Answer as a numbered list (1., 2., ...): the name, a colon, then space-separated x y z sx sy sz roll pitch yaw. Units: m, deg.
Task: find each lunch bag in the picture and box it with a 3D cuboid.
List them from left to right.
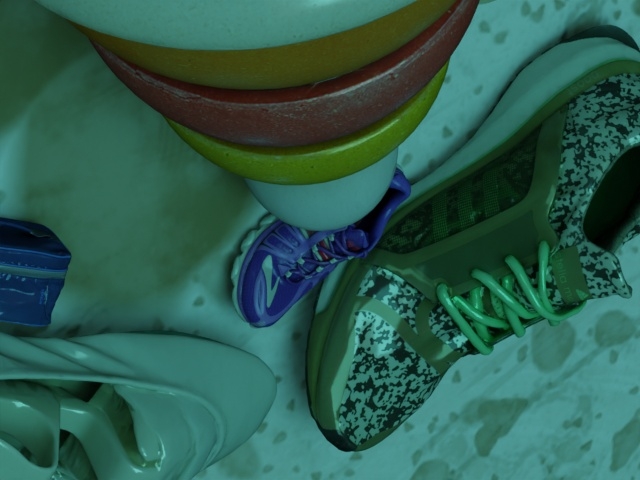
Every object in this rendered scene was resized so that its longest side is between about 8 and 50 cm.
1. lunch bag: -0.226 0.014 1.310 0.098 0.067 0.065 10 106 -34

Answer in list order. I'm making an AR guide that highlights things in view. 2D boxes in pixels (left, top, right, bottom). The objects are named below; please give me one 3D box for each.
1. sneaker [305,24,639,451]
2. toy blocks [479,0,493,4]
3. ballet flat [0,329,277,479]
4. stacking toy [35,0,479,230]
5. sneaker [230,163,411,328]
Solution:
1. sneaker: 0.153 0.013 1.482 0.410 0.182 0.158 -49 129 -4
2. toy blocks: 0.130 -0.268 1.416 0.123 0.054 0.148 -35 126 -15
3. ballet flat: -0.188 0.133 1.346 0.400 0.139 0.139 12 105 -36
4. stacking toy: -0.022 -0.144 1.226 0.350 0.350 0.480 -34 150 -15
5. sneaker: 0.000 0.000 1.448 0.170 0.071 0.068 -48 128 -4
